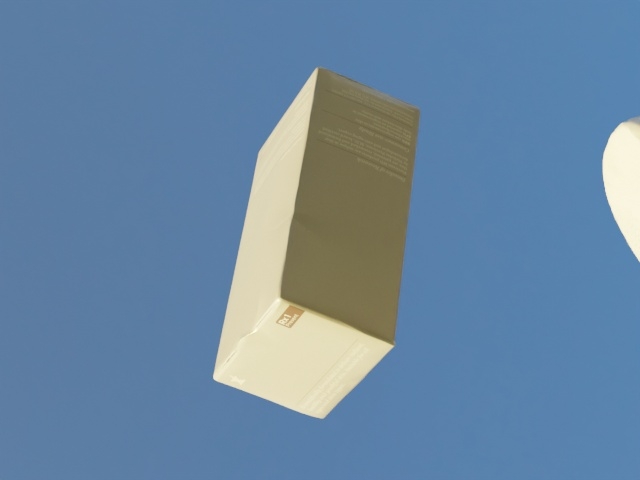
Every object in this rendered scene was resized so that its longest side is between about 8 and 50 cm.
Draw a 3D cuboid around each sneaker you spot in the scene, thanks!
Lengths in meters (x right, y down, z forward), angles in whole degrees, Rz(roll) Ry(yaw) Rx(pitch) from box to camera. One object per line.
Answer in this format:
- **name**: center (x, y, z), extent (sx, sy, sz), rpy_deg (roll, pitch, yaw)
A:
- **sneaker**: center (0.255, -0.006, 0.991), extent (0.094, 0.080, 0.212), rpy_deg (-38, -63, -12)

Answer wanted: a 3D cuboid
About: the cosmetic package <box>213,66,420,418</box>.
- **cosmetic package**: center (0.000, 0.000, 1.197), extent (0.107, 0.127, 0.238), rpy_deg (20, -128, -17)
